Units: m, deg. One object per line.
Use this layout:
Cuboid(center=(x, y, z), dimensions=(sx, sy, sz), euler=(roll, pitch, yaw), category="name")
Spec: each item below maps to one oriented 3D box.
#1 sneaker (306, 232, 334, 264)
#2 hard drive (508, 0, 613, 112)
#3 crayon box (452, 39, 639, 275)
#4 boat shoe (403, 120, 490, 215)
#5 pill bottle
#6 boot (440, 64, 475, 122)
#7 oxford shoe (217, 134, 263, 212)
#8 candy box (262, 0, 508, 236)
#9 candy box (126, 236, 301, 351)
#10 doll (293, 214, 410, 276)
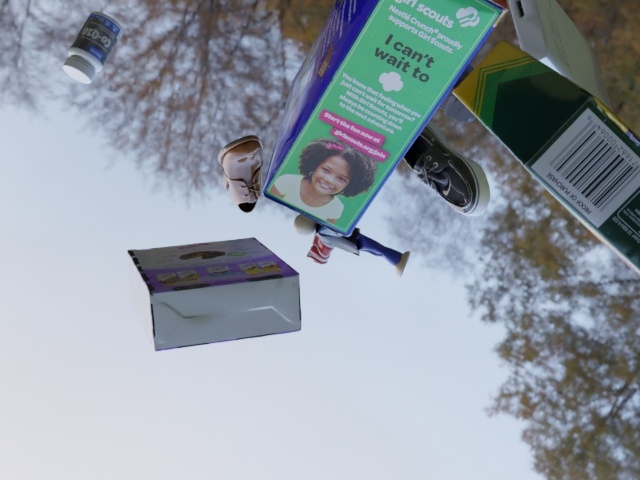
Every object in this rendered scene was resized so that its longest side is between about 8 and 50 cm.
Cuboid(center=(0.000, 0.000, 1.753), dimensions=(0.042, 0.067, 0.118), euler=(18, -155, -15), category="sneaker")
Cuboid(center=(0.444, -0.346, 1.703), dimensions=(0.353, 0.047, 0.232), euler=(26, -132, -49), category="hard drive")
Cuboid(center=(0.349, -0.062, 1.106), dimensions=(0.363, 0.106, 0.313), euler=(38, -167, -19), category="crayon box")
Cuboid(center=(0.172, -0.115, 1.396), dimensions=(0.076, 0.080, 0.228), euler=(0, -139, -28), category="boat shoe")
Cuboid(center=(-0.476, -0.401, 1.927), dimensions=(0.078, 0.137, 0.078), euler=(22, 163, 7), category="pill bottle")
Cuboid(center=(0.233, -0.325, 1.846), dimensions=(0.219, 0.082, 0.106), euler=(35, -132, 5), category="boot")
Cuboid(center=(-0.118, -0.106, 1.496), dimensions=(0.076, 0.212, 0.076), euler=(-21, -107, -10), category="oxford shoe")
Cuboid(center=(0.066, -0.210, 1.021), dimensions=(0.122, 0.317, 0.268), euler=(24, -142, -11), category="candy box")
Cuboid(center=(-0.129, 0.056, 1.072), dimensions=(0.165, 0.070, 0.196), euler=(-6, -166, -17), category="candy box")
Cuboid(center=(0.047, -0.001, 1.448), dimensions=(0.189, 0.046, 0.129), euler=(22, 175, 8), category="doll")
